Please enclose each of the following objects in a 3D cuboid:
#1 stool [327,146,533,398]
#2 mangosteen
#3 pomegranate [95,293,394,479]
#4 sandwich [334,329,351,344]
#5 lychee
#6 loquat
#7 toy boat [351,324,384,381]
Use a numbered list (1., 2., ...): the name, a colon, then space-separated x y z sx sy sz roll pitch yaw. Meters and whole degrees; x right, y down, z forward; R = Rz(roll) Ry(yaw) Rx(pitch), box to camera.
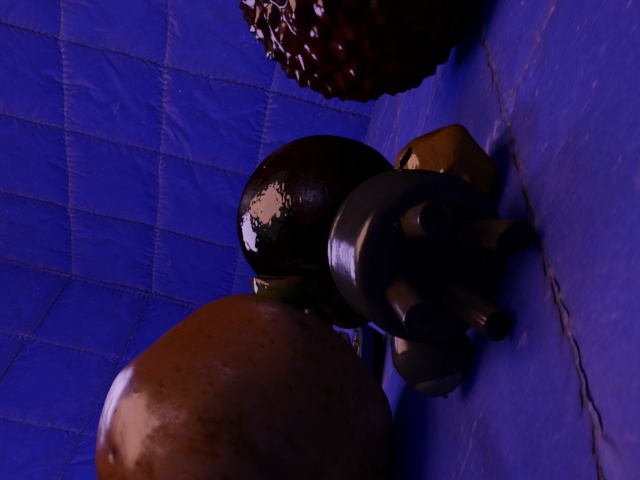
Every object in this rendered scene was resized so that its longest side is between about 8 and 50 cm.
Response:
1. stool: 0.110 0.035 0.569 0.153 0.228 0.139 -36 20 -10
2. mangosteen: 0.006 -0.011 1.009 0.330 0.330 0.330 -166 90 -88
3. pomegranate: -0.069 0.267 0.781 0.410 0.410 0.410 -166 90 -88
4. sandwich: 0.000 0.331 1.587 0.144 0.117 0.187 114 169 -63
5. lychee: 0.066 -0.436 1.051 0.500 0.425 0.424 66 -144 -68
6. loquat: 0.138 -0.063 0.696 0.137 0.113 0.137 -9 -90 -80
7. toy boat: 0.049 0.248 1.087 0.100 0.097 0.223 118 166 -69
